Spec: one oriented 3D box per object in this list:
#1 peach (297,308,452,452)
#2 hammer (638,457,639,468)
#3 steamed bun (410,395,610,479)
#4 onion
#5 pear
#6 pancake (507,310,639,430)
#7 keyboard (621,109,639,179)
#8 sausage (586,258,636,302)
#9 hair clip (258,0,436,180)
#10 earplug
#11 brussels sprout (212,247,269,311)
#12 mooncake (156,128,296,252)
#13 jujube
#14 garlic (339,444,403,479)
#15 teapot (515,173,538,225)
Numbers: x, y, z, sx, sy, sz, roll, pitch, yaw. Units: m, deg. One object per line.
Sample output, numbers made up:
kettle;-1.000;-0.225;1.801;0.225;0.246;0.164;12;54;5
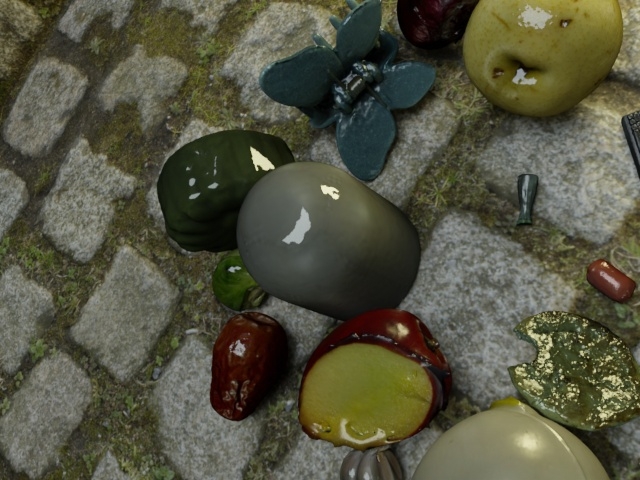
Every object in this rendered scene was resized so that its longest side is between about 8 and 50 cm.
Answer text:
peach;0.111;0.287;1.254;0.362;0.201;0.258;-42;88;26
hammer;0.584;0.440;1.043;0.035;0.019;0.110;-9;74;27
steamed bun;0.311;0.465;1.007;0.334;0.334;0.374;54;124;29
onion;0.283;-0.585;1.353;0.232;0.314;0.314;28;91;-10
pear;0.448;-0.413;1.209;0.309;0.309;0.309;-8;72;27
pancake;0.466;0.236;1.086;0.253;0.037;0.253;1;45;-1
keyboard;0.666;-0.158;1.165;0.094;0.025;0.230;-18;68;27
sausage;0.552;0.078;1.140;0.094;0.059;0.054;43;104;29
hair clip;0.060;-0.398;1.433;0.318;0.392;0.238;-46;33;12
earplug;0.000;0.000;1.278;0.313;0.394;0.312;-9;72;29
brussels sprout;-0.192;0.091;1.501;0.145;0.131;0.183;43;112;13
mooncake;-0.213;-0.109;1.454;0.356;0.356;0.194;-28;72;20
jujube;-0.178;0.298;1.418;0.190;0.190;0.255;32;102;32
garlic;0.111;0.515;1.242;0.131;0.127;0.194;-3;104;59
teapot;0.437;-0.084;1.265;0.043;0.043;0.110;3;82;30
